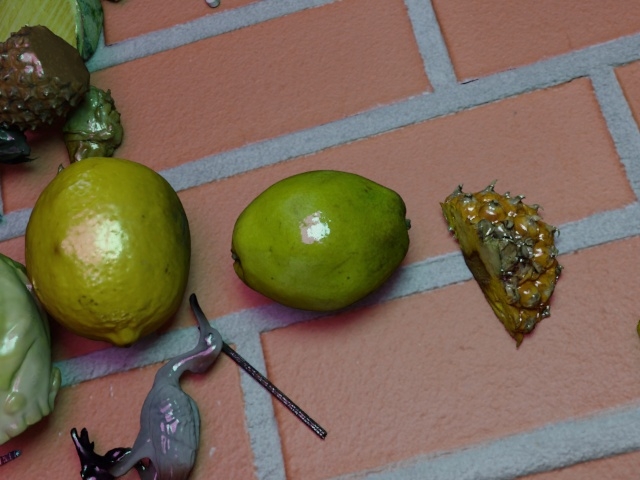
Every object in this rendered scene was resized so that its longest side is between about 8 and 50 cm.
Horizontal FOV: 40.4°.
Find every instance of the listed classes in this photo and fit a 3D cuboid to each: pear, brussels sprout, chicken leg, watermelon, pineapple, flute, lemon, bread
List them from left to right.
[{"bbox_3d":[-0.542,0.168,1.312,0.274,0.242,0.316,-8,70,-18],"label":"brussels sprout"},{"bbox_3d":[-0.537,-0.195,1.451,0.364,0.165,0.165,-39,64,24],"label":"pineapple"},{"bbox_3d":[-0.522,-0.354,1.547,0.301,0.045,0.301,2,93,31],"label":"bread"},{"bbox_3d":[-0.470,-0.420,1.597,0.158,0.098,0.121,19,66,30],"label":"watermelon"},{"bbox_3d":[-0.394,-0.164,1.484,0.103,0.088,0.227,2,65,-1],"label":"chicken leg"},{"bbox_3d":[-0.317,0.016,1.310,0.261,0.260,0.283,0,91,11],"label":"lemon"},{"bbox_3d":[-0.091,0.210,1.315,0.269,0.014,0.014,37,80,21],"label":"flute"},{"bbox_3d":[0.000,0.000,1.277,0.269,0.212,0.212,-9,67,2],"label":"pear"},{"bbox_3d":[0.284,-0.004,1.250,0.140,0.164,0.249,-22,63,-6],"label":"pineapple"}]

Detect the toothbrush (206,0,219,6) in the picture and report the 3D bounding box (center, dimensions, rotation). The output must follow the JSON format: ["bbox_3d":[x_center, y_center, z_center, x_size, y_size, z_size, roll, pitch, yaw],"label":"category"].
[{"bbox_3d":[-0.267,-0.567,1.650,0.030,0.025,0.342,-33,66,5],"label":"toothbrush"}]

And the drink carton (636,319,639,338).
[{"bbox_3d":[0.620,0.141,1.150,0.351,0.111,0.154,-11,66,8],"label":"drink carton"}]

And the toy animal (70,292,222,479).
[{"bbox_3d":[-0.227,0.253,1.283,0.195,0.090,0.324,35,81,21],"label":"toy animal"}]

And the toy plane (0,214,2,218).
[{"bbox_3d":[-0.629,-0.040,1.506,0.167,0.054,0.062,3,95,12],"label":"toy plane"}]

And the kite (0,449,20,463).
[{"bbox_3d":[-0.603,0.345,1.363,0.286,0.015,0.152,-24,67,1],"label":"kite"}]
